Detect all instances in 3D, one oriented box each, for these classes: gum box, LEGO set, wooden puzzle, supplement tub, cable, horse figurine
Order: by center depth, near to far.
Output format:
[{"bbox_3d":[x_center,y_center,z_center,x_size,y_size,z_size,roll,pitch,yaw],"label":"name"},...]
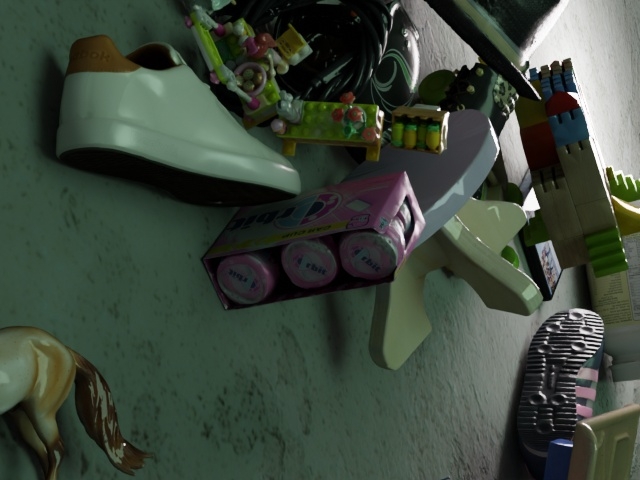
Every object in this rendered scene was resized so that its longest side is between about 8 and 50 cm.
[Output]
[{"bbox_3d":[-0.219,0.116,0.824,0.263,0.066,0.174,7,81,-59],"label":"horse figurine"},{"bbox_3d":[-0.025,-0.148,1.104,0.287,0.132,0.107,42,3,19],"label":"LEGO set"},{"bbox_3d":[0.000,0.000,1.148,0.062,0.188,0.107,67,29,-23],"label":"gum box"},{"bbox_3d":[-0.018,-0.188,1.196,0.047,0.185,0.150,75,1,-69],"label":"cable"},{"bbox_3d":[0.350,0.387,1.678,0.348,0.081,0.322,4,95,-67],"label":"wooden puzzle"},{"bbox_3d":[0.603,0.083,2.221,0.235,0.236,0.324,7,74,-62],"label":"supplement tub"}]

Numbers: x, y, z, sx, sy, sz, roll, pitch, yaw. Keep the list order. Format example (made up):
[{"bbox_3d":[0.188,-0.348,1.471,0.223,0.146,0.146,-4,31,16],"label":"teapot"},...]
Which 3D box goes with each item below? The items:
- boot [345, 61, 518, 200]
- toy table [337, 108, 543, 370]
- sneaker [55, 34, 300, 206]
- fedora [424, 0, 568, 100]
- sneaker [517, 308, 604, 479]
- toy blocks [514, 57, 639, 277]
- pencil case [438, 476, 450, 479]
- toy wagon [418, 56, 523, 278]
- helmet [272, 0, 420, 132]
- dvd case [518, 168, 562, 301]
[{"bbox_3d":[0.137,-0.144,1.486,0.236,0.085,0.178,31,79,-40],"label":"boot"},{"bbox_3d":[0.109,0.001,1.330,0.274,0.252,0.160,-39,118,-14],"label":"toy table"},{"bbox_3d":[-0.108,-0.103,1.070,0.290,0.106,0.123,19,66,-58],"label":"sneaker"},{"bbox_3d":[0.222,-0.331,1.600,0.334,0.152,0.334,43,11,-10],"label":"fedora"},{"bbox_3d":[0.362,0.238,1.868,0.319,0.112,0.131,-58,146,-45],"label":"sneaker"},{"bbox_3d":[0.361,-0.146,1.842,0.381,0.191,0.260,-78,148,-61],"label":"toy blocks"},{"bbox_3d":[0.191,0.424,1.445,0.124,0.124,0.284,-4,83,-63],"label":"pencil case"},{"bbox_3d":[0.206,-0.116,1.721,0.267,0.068,0.344,53,36,-41],"label":"toy wagon"},{"bbox_3d":[0.029,-0.187,1.309,0.161,0.170,0.169,38,47,-70],"label":"helmet"},{"bbox_3d":[0.378,-0.035,2.070,0.253,0.022,0.180,-54,128,-55],"label":"dvd case"}]
